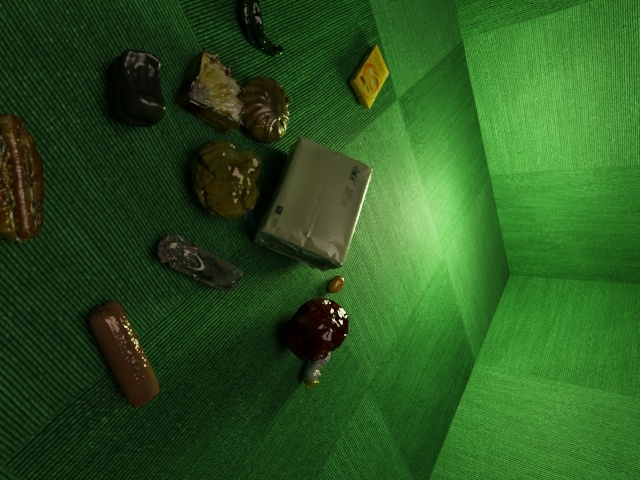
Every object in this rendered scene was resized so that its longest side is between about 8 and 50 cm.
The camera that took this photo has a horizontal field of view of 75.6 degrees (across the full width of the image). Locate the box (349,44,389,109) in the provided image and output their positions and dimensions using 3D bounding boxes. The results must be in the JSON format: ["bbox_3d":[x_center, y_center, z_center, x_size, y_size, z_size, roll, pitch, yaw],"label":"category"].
[{"bbox_3d":[0.221,-0.729,1.841,0.152,0.043,0.269,52,54,-36],"label":"box"}]

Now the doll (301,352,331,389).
[{"bbox_3d":[-0.014,0.470,1.582,0.129,0.081,0.207,88,25,-65],"label":"doll"}]

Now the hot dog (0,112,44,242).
[{"bbox_3d":[-0.633,-0.128,0.845,0.115,0.072,0.268,-21,107,-55],"label":"hot dog"}]

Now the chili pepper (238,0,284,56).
[{"bbox_3d":[-0.206,-0.725,1.327,0.122,0.065,0.278,-52,131,-46],"label":"chili pepper"}]

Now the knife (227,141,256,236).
[{"bbox_3d":[-0.256,-0.158,1.326,0.044,0.019,0.313,-31,115,-36],"label":"knife"}]

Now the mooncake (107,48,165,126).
[{"bbox_3d":[-0.437,-0.362,0.990,0.104,0.175,0.168,4,130,-53],"label":"mooncake"}]

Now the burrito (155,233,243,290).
[{"bbox_3d":[-0.342,0.075,1.196,0.309,0.066,0.096,35,63,-48],"label":"burrito"}]

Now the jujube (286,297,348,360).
[{"bbox_3d":[-0.012,0.319,1.489,0.232,0.213,0.212,-9,98,-59],"label":"jujube"}]

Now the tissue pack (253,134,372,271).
[{"bbox_3d":[-0.024,-0.119,1.396,0.297,0.207,0.380,22,71,-13],"label":"tissue pack"}]

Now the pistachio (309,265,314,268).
[{"bbox_3d":[0.000,0.000,1.559,0.136,0.136,0.226,43,52,-42],"label":"pistachio"}]

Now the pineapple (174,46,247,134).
[{"bbox_3d":[-0.320,-0.420,1.186,0.186,0.114,0.236,-41,111,-40],"label":"pineapple"}]

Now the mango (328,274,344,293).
[{"bbox_3d":[0.062,0.182,1.693,0.089,0.046,0.060,-43,121,-25],"label":"mango"}]

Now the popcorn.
[{"bbox_3d":[-0.270,-0.179,1.206,0.226,0.200,0.203,42,25,-7],"label":"popcorn"}]

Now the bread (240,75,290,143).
[{"bbox_3d":[-0.176,-0.428,1.344,0.213,0.105,0.213,-3,95,-46],"label":"bread"}]

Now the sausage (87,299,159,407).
[{"bbox_3d":[-0.484,0.285,1.021,0.086,0.086,0.289,-34,118,-44],"label":"sausage"}]
